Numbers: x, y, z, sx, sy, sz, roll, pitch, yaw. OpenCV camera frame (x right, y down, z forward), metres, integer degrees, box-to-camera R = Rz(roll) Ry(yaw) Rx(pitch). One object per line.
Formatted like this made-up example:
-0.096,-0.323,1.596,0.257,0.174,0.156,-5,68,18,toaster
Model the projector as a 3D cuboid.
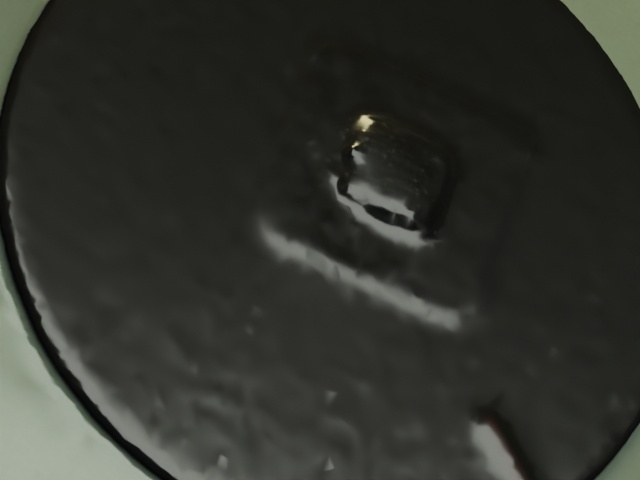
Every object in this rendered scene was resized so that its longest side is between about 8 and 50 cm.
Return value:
0.000,0.000,0.602,0.257,0.079,0.259,22,60,-11,projector
